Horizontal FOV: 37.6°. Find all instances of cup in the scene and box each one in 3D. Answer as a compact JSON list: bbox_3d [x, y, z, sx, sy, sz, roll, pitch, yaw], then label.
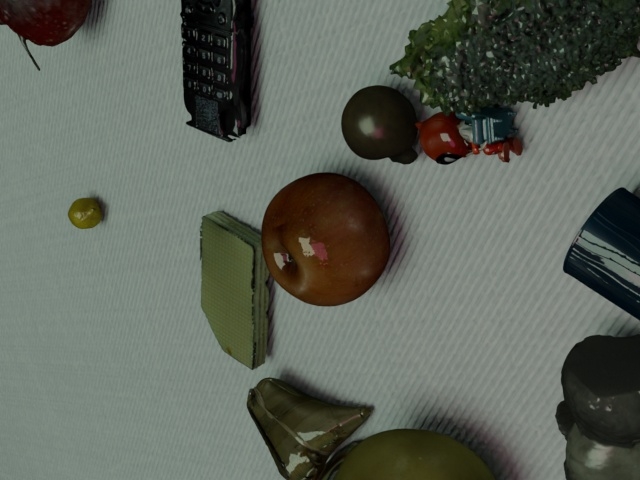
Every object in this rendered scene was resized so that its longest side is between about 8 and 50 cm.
[{"bbox_3d":[0.361,0.014,1.022,0.138,0.113,0.150,38,133,26],"label":"cup"}]

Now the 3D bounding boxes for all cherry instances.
[{"bbox_3d":[-0.481,-0.448,1.625,0.192,0.175,0.250,51,136,2],"label":"cherry"}]

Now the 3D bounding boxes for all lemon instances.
[{"bbox_3d":[-0.471,-0.054,1.885,0.092,0.065,0.065,-8,103,50],"label":"lemon"}]

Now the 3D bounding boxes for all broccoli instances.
[{"bbox_3d":[0.210,-0.345,0.971,0.353,0.275,0.396,-1,88,28],"label":"broccoli"}]

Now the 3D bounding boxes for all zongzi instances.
[{"bbox_3d":[-0.021,0.282,1.576,0.197,0.099,0.194,-48,59,19],"label":"zongzi"}]

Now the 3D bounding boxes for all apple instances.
[{"bbox_3d":[0.132,0.404,1.343,0.262,0.262,0.262,22,123,38],"label":"apple"},{"bbox_3d":[0.000,0.000,1.351,0.201,0.162,0.201,21,122,36],"label":"apple"}]

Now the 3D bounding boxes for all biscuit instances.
[{"bbox_3d":[-0.146,0.087,1.626,0.150,0.052,0.252,27,125,40],"label":"biscuit"}]

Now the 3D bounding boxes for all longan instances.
[{"bbox_3d":[0.082,-0.148,1.249,0.119,0.106,0.106,49,141,-15],"label":"longan"}]

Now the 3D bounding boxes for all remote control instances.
[{"bbox_3d":[-0.150,-0.351,1.414,0.145,0.062,0.398,24,123,36],"label":"remote control"}]

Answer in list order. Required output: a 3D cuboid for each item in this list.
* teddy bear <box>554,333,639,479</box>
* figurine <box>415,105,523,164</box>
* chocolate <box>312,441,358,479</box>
[{"bbox_3d":[0.354,0.214,1.124,0.171,0.144,0.251,-109,8,-49],"label":"teddy bear"},{"bbox_3d":[0.178,-0.133,1.174,0.140,0.068,0.075,4,114,43],"label":"figurine"},{"bbox_3d":[0.040,0.451,1.532,0.147,0.221,0.221,45,138,-4],"label":"chocolate"}]
